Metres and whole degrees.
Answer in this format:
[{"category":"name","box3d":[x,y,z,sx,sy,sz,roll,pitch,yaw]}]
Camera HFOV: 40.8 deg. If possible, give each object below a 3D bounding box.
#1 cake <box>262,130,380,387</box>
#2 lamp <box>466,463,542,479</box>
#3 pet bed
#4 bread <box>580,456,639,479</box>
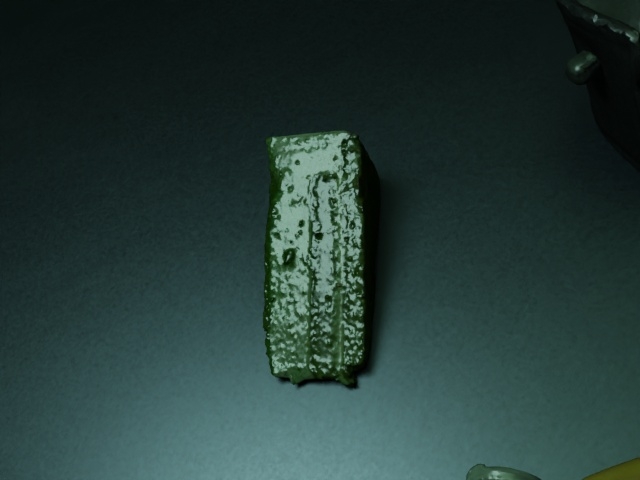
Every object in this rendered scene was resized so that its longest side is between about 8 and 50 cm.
[{"category":"cake","box3d":[-0.005,0.009,0.792,0.100,0.099,0.235,-3,58,16]},{"category":"lamp","box3d":[0.122,0.254,0.599,0.106,0.106,0.193,5,50,19]},{"category":"pet bed","box3d":[0.296,-0.171,0.759,0.159,0.211,0.183,-14,55,18]},{"category":"bread","box3d":[0.257,0.212,0.591,0.173,0.085,0.134,-18,58,2]}]
